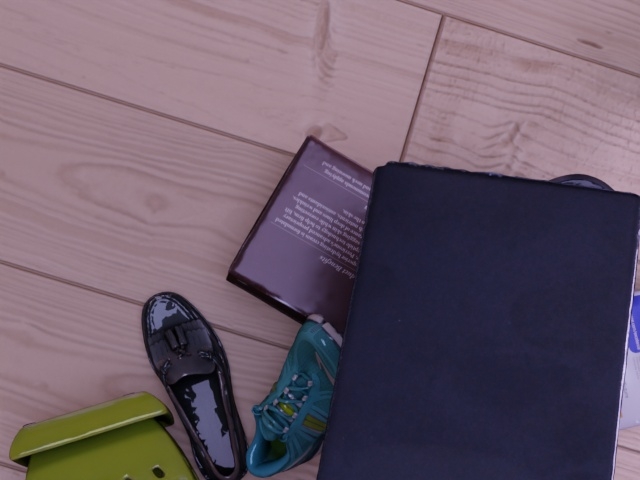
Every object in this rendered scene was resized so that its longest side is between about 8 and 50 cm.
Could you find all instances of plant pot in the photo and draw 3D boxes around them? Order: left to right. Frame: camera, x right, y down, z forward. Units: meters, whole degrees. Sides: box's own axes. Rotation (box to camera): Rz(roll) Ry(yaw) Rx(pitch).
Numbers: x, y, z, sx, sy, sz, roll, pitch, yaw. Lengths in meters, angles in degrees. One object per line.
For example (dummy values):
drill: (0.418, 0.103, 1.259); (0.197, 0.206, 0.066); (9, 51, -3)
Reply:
plant pot: (-0.256, 0.309, 1.755); (0.227, 0.228, 0.207); (-17, 79, -7)

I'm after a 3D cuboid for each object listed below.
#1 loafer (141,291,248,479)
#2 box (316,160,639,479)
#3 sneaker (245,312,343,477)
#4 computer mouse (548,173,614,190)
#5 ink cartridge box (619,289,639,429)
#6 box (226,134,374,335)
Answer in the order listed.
loafer: (-0.155, 0.188, 1.839); (0.096, 0.084, 0.267); (-22, 87, -7)
box: (0.172, 0.236, 1.596); (0.297, 0.472, 0.480); (7, 68, 10)
sneaker: (-0.025, 0.203, 1.760); (0.110, 0.275, 0.107); (-27, 59, -37)
computer mouse: (0.267, -0.019, 1.912); (0.272, 0.072, 0.188); (-10, 88, 6)
ink cartridge box: (0.520, 0.136, 1.918); (0.371, 0.069, 0.175); (-12, 85, -4)
box: (0.000, 0.000, 1.830); (0.168, 0.167, 0.203); (31, 83, -2)
